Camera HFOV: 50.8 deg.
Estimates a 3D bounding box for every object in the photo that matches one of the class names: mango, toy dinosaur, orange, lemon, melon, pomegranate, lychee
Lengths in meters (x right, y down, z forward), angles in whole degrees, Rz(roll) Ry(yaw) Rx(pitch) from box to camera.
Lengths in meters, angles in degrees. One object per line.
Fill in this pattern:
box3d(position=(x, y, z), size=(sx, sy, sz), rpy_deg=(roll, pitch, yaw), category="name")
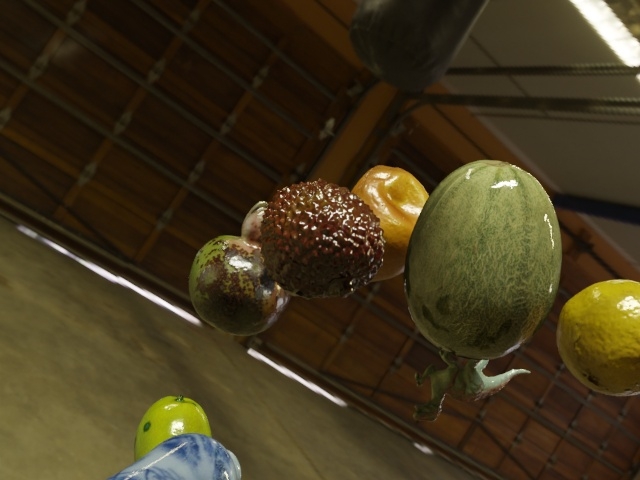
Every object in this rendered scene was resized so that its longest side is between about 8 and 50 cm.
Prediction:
box3d(position=(-0.275, 0.436, 1.246), size=(0.143, 0.293, 0.175), rpy_deg=(2, -17, -10), category="mango")
box3d(position=(0.282, 0.262, 1.237), size=(0.242, 0.167, 0.053), rpy_deg=(17, -15, -24), category="toy dinosaur")
box3d(position=(0.129, -0.019, 1.355), size=(0.183, 0.249, 0.249), rpy_deg=(31, -3, 8), category="orange")
box3d(position=(0.585, 0.191, 1.322), size=(0.228, 0.228, 0.253), rpy_deg=(31, 6, 28), category="lemon")
box3d(position=(0.259, 0.035, 1.085), size=(0.249, 0.329, 0.248), rpy_deg=(4, 17, -1), category="melon")
box3d(position=(-0.182, 0.065, 1.715), size=(0.285, 0.340, 0.285), rpy_deg=(24, 10, -4), category="pomegranate")
box3d(position=(-0.003, -0.001, 0.663), size=(0.129, 0.123, 0.123), rpy_deg=(50, 0, 11), category="lychee")

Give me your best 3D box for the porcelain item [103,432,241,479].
box3d(position=(-0.206, 0.333, 0.873), size=(0.141, 0.141, 0.259), rpy_deg=(31, 16, 29), category="porcelain item")
